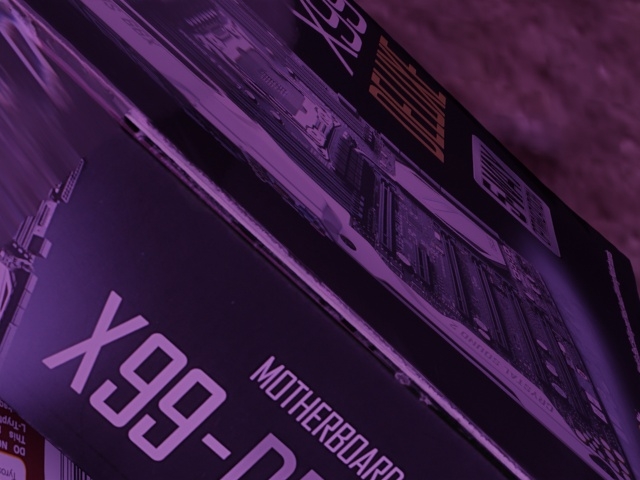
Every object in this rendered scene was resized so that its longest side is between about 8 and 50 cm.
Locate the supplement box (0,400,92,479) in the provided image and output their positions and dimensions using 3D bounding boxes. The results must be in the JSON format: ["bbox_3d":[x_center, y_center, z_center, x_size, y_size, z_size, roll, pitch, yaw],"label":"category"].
[{"bbox_3d":[-0.104,0.133,0.428,0.191,0.129,0.194,30,47,-48],"label":"supplement box"}]

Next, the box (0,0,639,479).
[{"bbox_3d":[0.000,0.000,0.518,0.242,0.076,0.307,43,16,-9],"label":"box"}]
